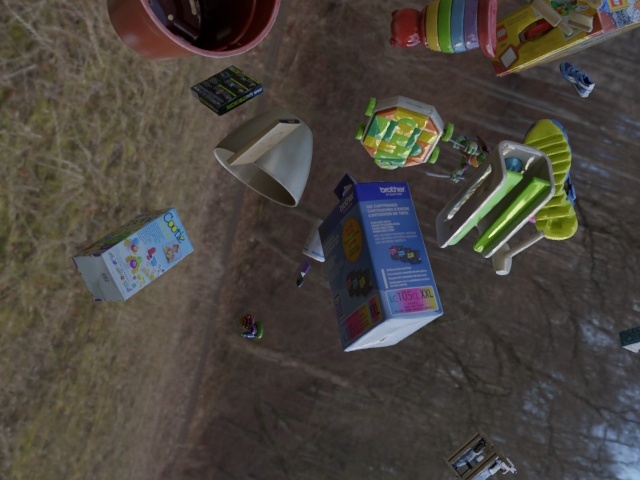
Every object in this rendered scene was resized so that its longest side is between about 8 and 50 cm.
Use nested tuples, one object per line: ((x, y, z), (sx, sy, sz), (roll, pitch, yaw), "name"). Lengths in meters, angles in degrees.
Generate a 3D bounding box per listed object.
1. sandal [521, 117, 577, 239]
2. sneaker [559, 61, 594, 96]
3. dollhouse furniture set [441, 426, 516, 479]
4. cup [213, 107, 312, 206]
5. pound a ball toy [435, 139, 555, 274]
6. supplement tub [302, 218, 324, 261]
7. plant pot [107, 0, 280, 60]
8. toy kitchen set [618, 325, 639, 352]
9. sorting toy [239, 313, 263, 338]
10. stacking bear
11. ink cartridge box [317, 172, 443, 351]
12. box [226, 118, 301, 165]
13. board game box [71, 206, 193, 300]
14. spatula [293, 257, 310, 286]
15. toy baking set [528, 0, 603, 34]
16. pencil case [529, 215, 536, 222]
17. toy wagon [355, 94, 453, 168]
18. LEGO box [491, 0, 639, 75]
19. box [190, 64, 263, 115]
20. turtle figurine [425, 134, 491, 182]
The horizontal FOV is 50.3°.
((0.567, -0.162, 1.687), (0.138, 0.126, 0.317), (-60, 142, -48), "sandal")
((0.862, -0.551, 2.283), (0.053, 0.144, 0.059), (-29, 164, -28), "sneaker")
((0.426, 0.595, 1.761), (0.129, 0.184, 0.129), (-41, -131, 1), "dollhouse furniture set")
((-0.159, -0.303, 2.291), (0.237, 0.331, 0.331), (-58, -177, -12), "cup")
((0.399, -0.069, 1.507), (0.319, 0.208, 0.136), (122, -24, -52), "pound a ball toy")
((0.000, 0.000, 1.934), (0.107, 0.071, 0.071), (-64, -174, 1), "supplement tub")
((-0.255, -0.451, 1.245), (0.265, 0.272, 0.272), (5, -101, 56), "plant pot")
((0.819, 0.152, 1.714), (0.166, 0.122, 0.207), (-27, -133, 39), "toy kitchen set")
((-0.207, 0.252, 1.971), (0.102, 0.042, 0.061), (32, -66, 54), "sorting toy")
((0.337, -0.600, 1.905), (0.164, 0.289, 0.175), (-16, 107, -68), "stacking bear")
((0.123, 0.036, 1.627), (0.270, 0.151, 0.395), (129, -46, -59), "ink cartridge box")
((-0.163, -0.287, 1.981), (0.201, 0.021, 0.164), (-35, 177, 21), "box")
((-0.511, 0.036, 1.879), (0.275, 0.142, 0.144), (-41, 118, -45), "board game box")
((-0.069, 0.118, 2.301), (0.084, 0.030, 0.296), (-55, -177, 6), "spatula")
((0.551, -0.591, 1.588), (0.030, 0.256, 0.197), (-48, 175, -17), "toy baking set")
((0.589, -0.106, 1.971), (0.104, 0.236, 0.104), (-40, -136, 54), "pencil case")
((0.244, -0.311, 2.120), (0.344, 0.267, 0.068), (113, -7, -58), "toy wagon")
((0.880, -0.764, 2.362), (0.500, 0.372, 0.193), (-9, -79, 64), "LEGO box")
((-0.323, -0.518, 2.346), (0.184, 0.190, 0.045), (-33, 138, -23), "box")
((0.552, -0.271, 2.535), (0.274, 0.266, 0.198), (-19, 143, -49), "turtle figurine")
